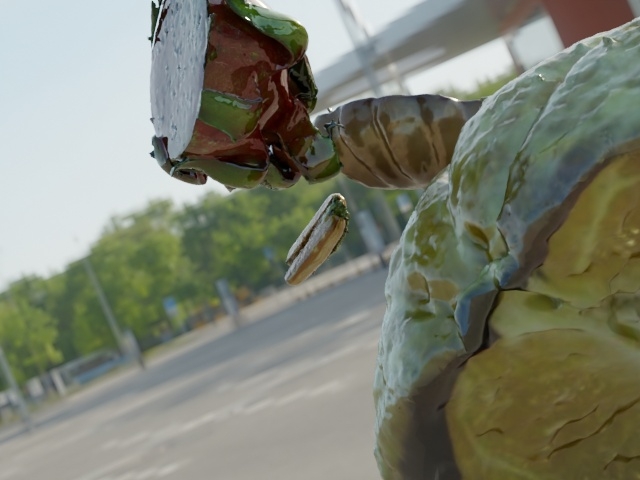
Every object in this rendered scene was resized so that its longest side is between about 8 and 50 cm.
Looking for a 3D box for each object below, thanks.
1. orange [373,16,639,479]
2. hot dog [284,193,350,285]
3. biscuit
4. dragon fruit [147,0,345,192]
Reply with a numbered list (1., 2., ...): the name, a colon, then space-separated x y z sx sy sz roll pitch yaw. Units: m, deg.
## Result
1. orange: 0.179 0.010 0.944 0.271 0.210 0.368 15 -55 -22
2. hot dog: 0.000 0.000 1.121 0.021 0.037 0.083 21 -41 -18
3. biscuit: 0.088 -0.055 1.097 0.183 0.061 0.118 9 -11 -19
4. dragon fruit: -0.055 -0.096 0.995 0.142 0.138 0.175 -24 -37 37
